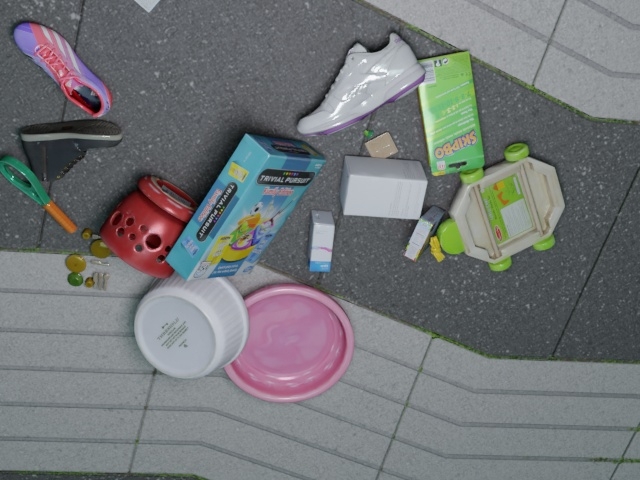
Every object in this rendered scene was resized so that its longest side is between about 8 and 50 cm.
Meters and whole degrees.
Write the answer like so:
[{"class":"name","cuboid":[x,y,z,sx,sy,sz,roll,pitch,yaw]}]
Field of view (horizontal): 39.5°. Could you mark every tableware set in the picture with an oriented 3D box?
[{"class":"tableware set","cuboid":[-0.544,0.045,2.096,0.104,0.024,0.154,8,115,-6]}]

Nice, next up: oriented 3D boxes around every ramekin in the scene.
[{"class":"ramekin","cuboid":[-0.310,0.200,2.081,0.273,0.127,0.273,6,111,17]}]

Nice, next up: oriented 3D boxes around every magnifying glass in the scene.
[{"class":"magnifying glass","cuboid":[-0.630,-0.101,1.994,0.092,0.026,0.231,0,140,44]}]

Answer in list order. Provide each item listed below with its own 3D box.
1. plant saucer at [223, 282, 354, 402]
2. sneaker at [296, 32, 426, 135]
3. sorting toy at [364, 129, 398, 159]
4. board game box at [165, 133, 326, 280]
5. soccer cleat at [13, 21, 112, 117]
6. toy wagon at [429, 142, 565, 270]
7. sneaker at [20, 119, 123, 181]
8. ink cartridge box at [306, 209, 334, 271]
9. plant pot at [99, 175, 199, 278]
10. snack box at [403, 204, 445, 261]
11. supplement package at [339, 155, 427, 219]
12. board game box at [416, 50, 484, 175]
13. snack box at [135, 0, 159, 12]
[{"class":"plant saucer","cuboid":[-0.084,0.244,2.203,0.332,0.084,0.332,-2,116,-4]},{"class":"sneaker","cuboid":[0.072,-0.337,1.947,0.305,0.114,0.152,-29,93,10]},{"class":"sorting toy","cuboid":[0.133,-0.224,2.041,0.062,0.012,0.083,-25,119,11]},{"class":"board game box","cuboid":[-0.159,-0.068,1.958,0.079,0.254,0.336,42,110,20]},{"class":"soccer cleat","cuboid":[-0.536,-0.356,1.863,0.083,0.095,0.248,-40,113,13]},{"class":"toy wagon","cuboid":[0.401,-0.060,2.084,0.344,0.068,0.267,-25,115,-5]},{"class":"sneaker","cuboid":[-0.535,-0.195,1.957,0.222,0.083,0.118,-1,121,4]},{"class":"ink cartridge box","cuboid":[0.000,0.000,2.091,0.052,0.088,0.122,2,115,-6]},{"class":"plant pot","cuboid":[-0.367,-0.037,1.988,0.191,0.191,0.174,33,99,-19]},{"class":"snack box","cuboid":[0.243,-0.018,2.080,0.037,0.141,0.100,29,112,11]},{"class":"supplement package","cuboid":[0.140,-0.121,2.035,0.179,0.105,0.105,4,122,-8]},{"class":"board game box","cuboid":[0.287,-0.281,1.988,0.124,0.039,0.259,-11,100,0]},{"class":"snack box","cuboid":[-0.403,-0.629,1.757,0.322,0.060,0.187,40,113,-21]}]
